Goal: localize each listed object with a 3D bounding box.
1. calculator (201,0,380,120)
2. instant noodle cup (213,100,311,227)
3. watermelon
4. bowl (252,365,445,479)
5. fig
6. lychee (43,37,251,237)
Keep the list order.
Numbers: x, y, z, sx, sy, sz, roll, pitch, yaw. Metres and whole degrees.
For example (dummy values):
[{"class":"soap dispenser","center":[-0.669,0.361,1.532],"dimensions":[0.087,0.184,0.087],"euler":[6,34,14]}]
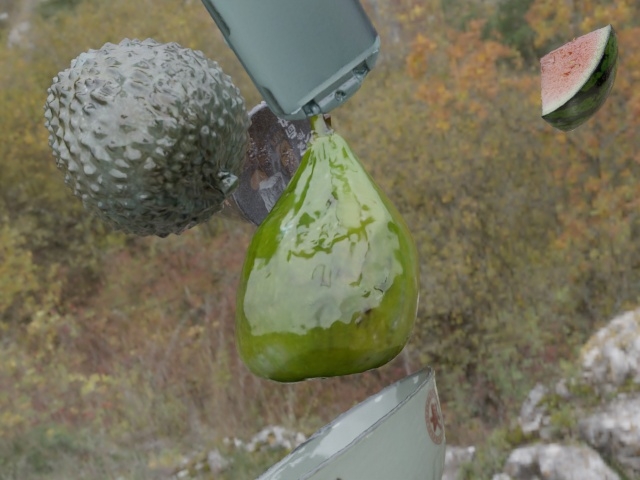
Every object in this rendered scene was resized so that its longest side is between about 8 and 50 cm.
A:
[{"class":"calculator","center":[-0.033,-0.233,1.097],"dimensions":[0.141,0.246,0.045],"euler":[-38,34,-5]},{"class":"instant noodle cup","center":[-0.131,-0.124,1.832],"dimensions":[0.207,0.217,0.217],"euler":[3,34,47]},{"class":"watermelon","center":[0.307,-0.203,1.309],"dimensions":[0.094,0.135,0.125],"euler":[40,28,29]},{"class":"bowl","center":[0.039,0.307,1.299],"dimensions":[0.337,0.157,0.337],"euler":[-35,-3,-2]},{"class":"fig","center":[0.015,0.019,1.277],"dimensions":[0.233,0.314,0.233],"euler":[12,10,-2]},{"class":"lychee","center":[-0.219,-0.134,1.404],"dimensions":[0.274,0.255,0.255],"euler":[27,46,20]}]
